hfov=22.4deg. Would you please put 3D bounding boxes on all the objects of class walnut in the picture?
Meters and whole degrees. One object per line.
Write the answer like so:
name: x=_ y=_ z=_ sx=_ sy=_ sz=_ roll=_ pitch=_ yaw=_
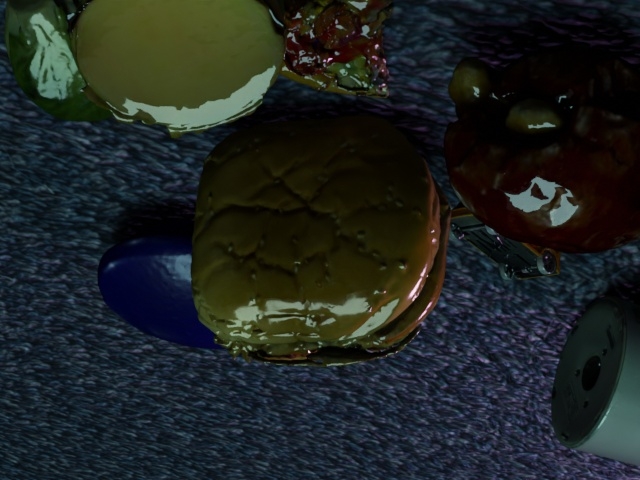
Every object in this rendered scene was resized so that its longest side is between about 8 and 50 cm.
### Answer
walnut: x=0.248 y=-0.092 z=1.696 sx=0.244 sy=0.222 sz=0.269 roll=29 pitch=176 yaw=39

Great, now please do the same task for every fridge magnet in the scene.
fridge magnet: x=-0.166 y=0.063 z=2.155 sx=0.265 sy=0.113 sz=0.265 roll=8 pitch=150 yaw=5

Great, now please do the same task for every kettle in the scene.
kettle: x=0.494 y=0.185 z=2.102 sx=0.318 sy=0.265 sz=0.205 roll=19 pitch=180 yaw=-12

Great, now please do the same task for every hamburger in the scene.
hamburger: x=-0.137 y=-0.230 z=1.620 sx=0.237 sy=0.149 sz=0.237 roll=-1 pitch=135 yaw=-1
hamburger: x=0.000 y=0.000 z=1.833 sx=0.318 sy=0.319 sz=0.158 roll=0 pitch=159 yaw=17

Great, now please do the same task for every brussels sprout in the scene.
brussels sprout: x=-0.267 y=-0.206 z=1.728 sx=0.183 sy=0.131 sz=0.145 roll=31 pitch=138 yaw=-31

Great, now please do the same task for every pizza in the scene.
pizza: x=0.003 y=-0.216 z=1.699 sx=0.201 sy=0.053 sz=0.193 roll=18 pitch=149 yaw=-11

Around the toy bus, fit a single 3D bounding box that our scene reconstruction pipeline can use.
toy bus: x=0.223 y=-0.012 z=1.943 sx=0.069 sy=0.074 sz=0.162 roll=-9 pitch=146 yaw=43
